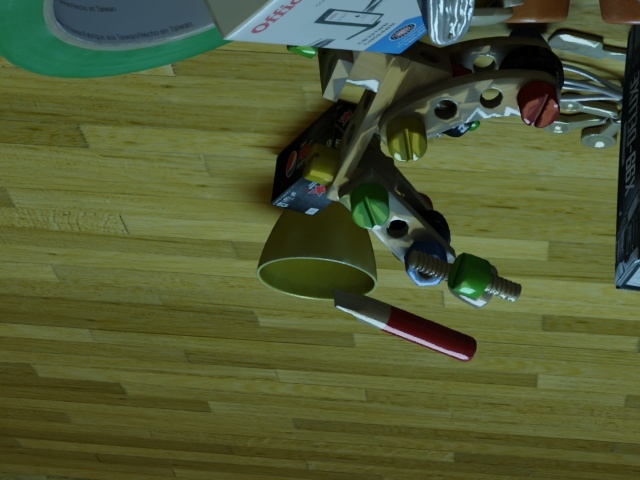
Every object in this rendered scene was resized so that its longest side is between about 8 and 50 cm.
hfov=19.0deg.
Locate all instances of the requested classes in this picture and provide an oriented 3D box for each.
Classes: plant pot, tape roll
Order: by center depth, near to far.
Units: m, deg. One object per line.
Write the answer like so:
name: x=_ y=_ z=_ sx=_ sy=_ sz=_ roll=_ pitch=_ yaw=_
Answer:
tape roll: x=-0.100 y=-0.232 z=1.382 sx=0.321 sy=0.077 sz=0.321 roll=-22 pitch=163 yaw=-7
plant pot: x=0.000 y=0.000 z=2.118 sx=0.134 sy=0.095 sz=0.134 roll=5 pitch=158 yaw=2

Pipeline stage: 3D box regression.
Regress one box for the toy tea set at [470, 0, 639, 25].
toy tea set: x=0.163 y=-0.233 z=1.506 sx=0.336 sy=0.124 sz=0.200 roll=0 pitch=-172 yaw=7

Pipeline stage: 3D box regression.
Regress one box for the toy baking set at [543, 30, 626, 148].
toy baking set: x=0.298 y=-0.126 z=1.801 sx=0.196 sy=0.030 sz=0.256 roll=1 pitch=158 yaw=14

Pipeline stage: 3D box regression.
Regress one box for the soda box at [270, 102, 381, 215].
soda box: x=0.005 y=-0.081 z=1.956 sx=0.053 sy=0.060 sz=0.169 roll=15 pitch=158 yaw=-19

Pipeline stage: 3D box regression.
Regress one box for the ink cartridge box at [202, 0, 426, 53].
ink cartridge box: x=0.026 y=-0.207 z=1.347 sx=0.148 sy=0.086 sz=0.203 roll=-36 pitch=160 yaw=35

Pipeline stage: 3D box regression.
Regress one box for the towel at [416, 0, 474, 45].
towel: x=0.040 y=-0.279 z=1.157 sx=0.034 sy=0.285 sz=0.209 roll=-16 pitch=157 yaw=-3

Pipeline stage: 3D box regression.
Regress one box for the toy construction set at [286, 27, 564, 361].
toy construction set: x=0.054 y=-0.072 z=1.675 sx=0.237 sy=0.309 sz=0.257 roll=21 pitch=147 yaw=-21

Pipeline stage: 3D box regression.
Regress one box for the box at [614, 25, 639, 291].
box: x=0.413 y=-0.063 z=1.641 sx=0.307 sy=0.242 sz=0.076 roll=7 pitch=159 yaw=-3
